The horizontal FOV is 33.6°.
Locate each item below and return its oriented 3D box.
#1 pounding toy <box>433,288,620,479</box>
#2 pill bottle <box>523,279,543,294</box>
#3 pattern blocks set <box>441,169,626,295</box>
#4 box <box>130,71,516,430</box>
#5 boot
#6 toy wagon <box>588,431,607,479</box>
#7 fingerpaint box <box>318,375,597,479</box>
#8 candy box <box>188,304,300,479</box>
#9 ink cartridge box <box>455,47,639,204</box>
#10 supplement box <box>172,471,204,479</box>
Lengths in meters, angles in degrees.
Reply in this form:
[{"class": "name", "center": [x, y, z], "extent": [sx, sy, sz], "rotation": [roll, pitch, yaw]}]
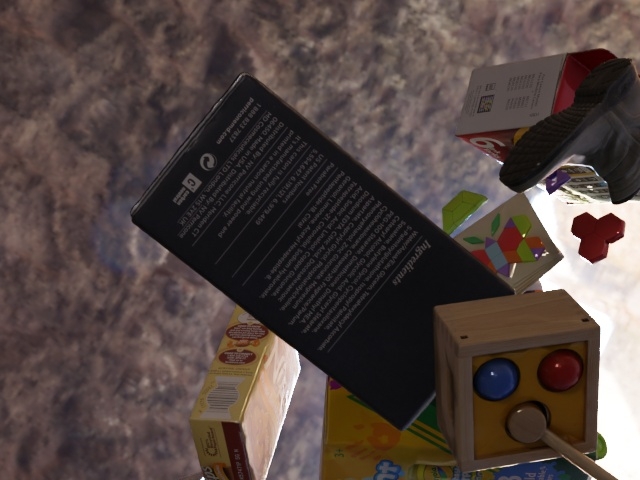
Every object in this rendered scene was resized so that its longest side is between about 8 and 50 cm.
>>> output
[{"class": "pounding toy", "center": [0.164, 0.125, 0.817], "extent": [0.130, 0.100, 0.141], "rotation": [-7, -68, -7]}, {"class": "pill bottle", "center": [0.345, 0.132, 1.904], "extent": [0.121, 0.121, 0.221], "rotation": [6, -104, -61]}, {"class": "pattern blocks set", "center": [0.273, 0.025, 1.618], "extent": [0.325, 0.285, 0.026], "rotation": [-48, -42, 7]}, {"class": "box", "center": [0.000, 0.000, 1.297], "extent": [0.212, 0.395, 0.293], "rotation": [-52, 5, 4]}, {"class": "boot", "center": [0.355, -0.104, 1.361], "extent": [0.246, 0.083, 0.161], "rotation": [-42, -66, -14]}, {"class": "toy wagon", "center": [0.389, 0.339, 2.033], "extent": [0.068, 0.344, 0.267], "rotation": [-11, -19, -39]}, {"class": "fingerpaint box", "center": [0.181, 0.375, 1.610], "extent": [0.445, 0.371, 0.163], "rotation": [94, 180, -47]}, {"class": "candy box", "center": [-0.115, 0.247, 1.722], "extent": [0.316, 0.087, 0.183], "rotation": [-70, -22, -52]}, {"class": "ink cartridge box", "center": [0.429, -0.175, 1.727], "extent": [0.309, 0.272, 0.130], "rotation": [25, -105, -34]}, {"class": "supplement box", "center": [-0.224, 0.424, 1.669], "extent": [0.104, 0.081, 0.188], "rotation": [-17, -6, -4]}]
